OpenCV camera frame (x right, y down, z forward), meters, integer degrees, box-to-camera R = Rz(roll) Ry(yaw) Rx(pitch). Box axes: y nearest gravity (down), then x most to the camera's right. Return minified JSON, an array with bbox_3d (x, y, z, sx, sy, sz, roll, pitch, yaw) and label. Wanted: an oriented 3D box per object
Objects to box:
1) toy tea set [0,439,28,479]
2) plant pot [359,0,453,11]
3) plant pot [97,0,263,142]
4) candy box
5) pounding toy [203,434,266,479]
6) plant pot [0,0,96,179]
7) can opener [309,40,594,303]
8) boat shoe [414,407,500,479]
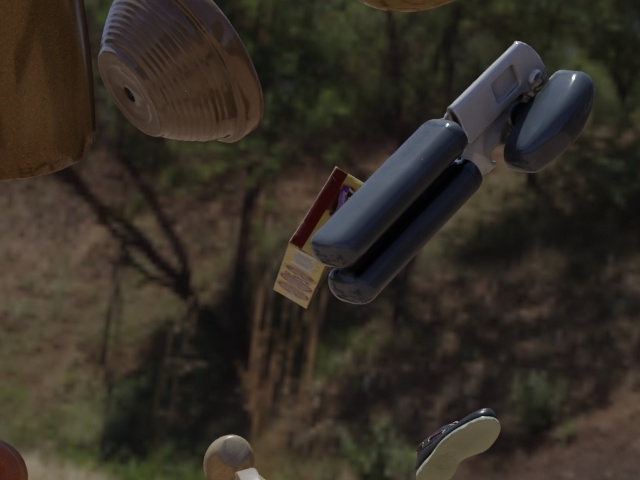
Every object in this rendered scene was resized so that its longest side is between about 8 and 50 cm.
[{"bbox_3d":[-0.341,0.238,1.523,0.200,0.336,0.124,-27,-3,-15],"label":"toy tea set"},{"bbox_3d":[0.099,-0.322,1.579,0.236,0.236,0.032,5,-20,33],"label":"plant pot"},{"bbox_3d":[-0.184,-0.200,2.005,0.109,0.237,0.237,-37,15,-22],"label":"plant pot"},{"bbox_3d":[0.000,0.000,1.979,0.053,0.109,0.187,30,-20,4],"label":"candy box"},{"bbox_3d":[-0.029,0.238,1.181,0.154,0.270,0.154,-14,-29,-9],"label":"pounding toy"},{"bbox_3d":[-0.318,-0.220,1.598,0.237,0.254,0.237,7,29,-4],"label":"plant pot"},{"bbox_3d":[0.114,-0.057,1.371,0.095,0.283,0.076,12,-43,45],"label":"can opener"},{"bbox_3d":[0.137,0.203,1.744,0.049,0.042,0.133,19,-41,-20],"label":"boat shoe"}]
